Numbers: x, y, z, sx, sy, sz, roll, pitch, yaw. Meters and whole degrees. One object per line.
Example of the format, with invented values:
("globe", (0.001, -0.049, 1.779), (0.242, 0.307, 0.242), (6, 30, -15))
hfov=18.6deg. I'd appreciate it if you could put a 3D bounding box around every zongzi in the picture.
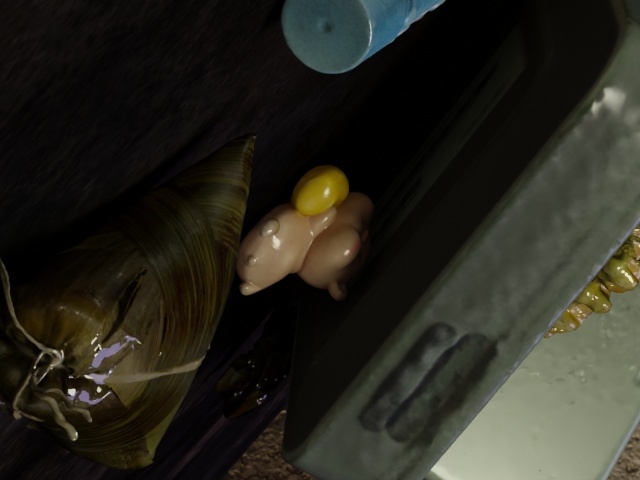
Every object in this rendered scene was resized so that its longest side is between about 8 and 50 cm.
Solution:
("zongzi", (-0.081, 0.007, 0.885), (0.184, 0.084, 0.187), (-62, 172, -10))

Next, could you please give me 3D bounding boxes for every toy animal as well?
("toy animal", (0.000, 0.000, 1.367), (0.114, 0.082, 0.091), (-42, 175, -46))

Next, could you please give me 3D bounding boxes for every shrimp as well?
("shrimp", (-0.018, 0.062, 1.791), (0.290, 0.054, 0.222), (-54, 174, 15))

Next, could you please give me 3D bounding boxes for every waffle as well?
("waffle", (0.199, -0.008, 1.436), (0.160, 0.046, 0.192), (-43, -162, 53))

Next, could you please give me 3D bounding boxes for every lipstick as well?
("lipstick", (0.035, -0.127, 0.957), (0.048, 0.048, 0.158), (-52, 174, 34))

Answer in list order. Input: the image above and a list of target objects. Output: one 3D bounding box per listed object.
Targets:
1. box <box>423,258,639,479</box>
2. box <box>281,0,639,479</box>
("box", (0.156, 0.063, 1.697), (0.352, 0.177, 0.344), (-59, -165, -10))
("box", (0.118, -0.036, 1.455), (0.396, 0.111, 0.396), (-52, -167, 19))
